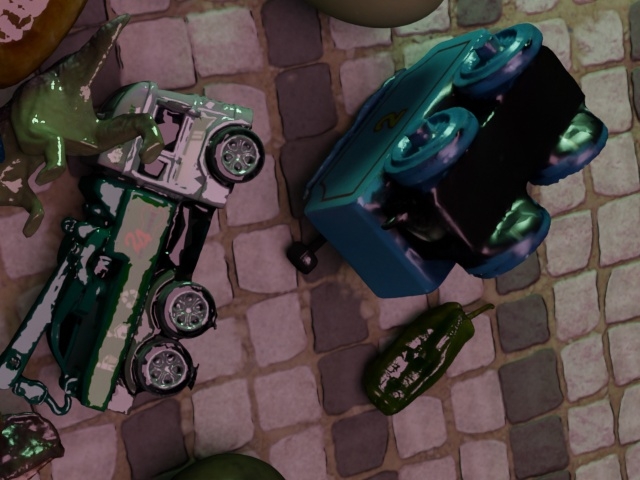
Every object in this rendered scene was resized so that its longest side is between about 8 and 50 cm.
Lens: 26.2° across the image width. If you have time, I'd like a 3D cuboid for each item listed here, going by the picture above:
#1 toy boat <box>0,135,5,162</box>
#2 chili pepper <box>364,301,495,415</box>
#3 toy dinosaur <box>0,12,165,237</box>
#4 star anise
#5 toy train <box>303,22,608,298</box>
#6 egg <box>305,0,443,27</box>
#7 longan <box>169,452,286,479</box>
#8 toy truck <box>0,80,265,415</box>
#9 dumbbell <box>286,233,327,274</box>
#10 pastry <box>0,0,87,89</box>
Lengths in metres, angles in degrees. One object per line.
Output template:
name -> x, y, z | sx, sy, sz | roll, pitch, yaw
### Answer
toy boat -> -0.370, -0.093, 1.232 | 0.292, 0.210, 0.070 | 89, 26, -52
chili pepper -> 0.134, 0.121, 1.644 | 0.204, 0.073, 0.072 | -43, 99, -16
toy dinosaur -> -0.280, -0.092, 1.322 | 0.294, 0.162, 0.077 | -31, 144, 2
star anise -> -0.361, 0.211, 1.346 | 0.214, 0.220, 0.099 | -14, 66, -27
toy train -> 0.141, -0.085, 1.496 | 0.188, 0.265, 0.300 | 49, 61, -21
egg -> 0.043, -0.326, 1.467 | 0.241, 0.186, 0.186 | 37, 80, -38
longan -> -0.110, 0.315, 1.491 | 0.187, 0.167, 0.168 | -25, 110, -50
toy truck -> -0.191, 0.013, 1.410 | 0.178, 0.176, 0.364 | 23, 86, -20
dumbbell -> 0.000, 0.000, 1.575 | 0.083, 0.040, 0.036 | -44, 144, -14
pastry -> -0.370, -0.304, 1.285 | 0.355, 0.164, 0.356 | -1, 92, -28
